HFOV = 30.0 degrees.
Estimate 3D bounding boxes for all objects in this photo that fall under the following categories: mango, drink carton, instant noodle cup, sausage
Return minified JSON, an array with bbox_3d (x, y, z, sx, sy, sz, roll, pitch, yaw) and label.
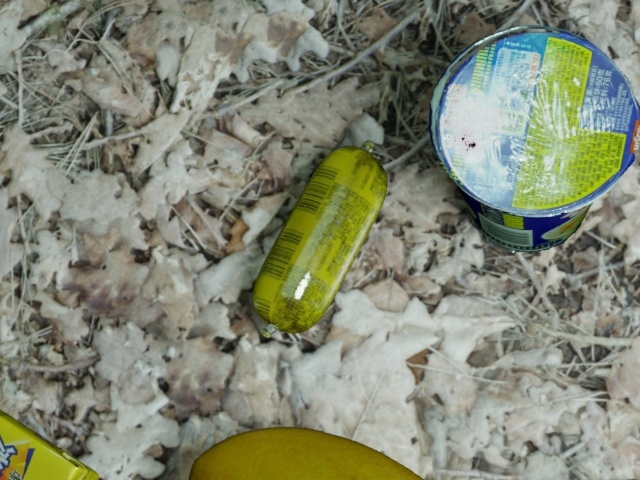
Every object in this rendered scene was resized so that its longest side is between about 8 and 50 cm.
[{"bbox_3d":[0.019,0.414,1.637,0.445,0.232,0.300,28,44,19],"label":"mango"},{"bbox_3d":[-0.530,0.331,1.840,0.351,0.111,0.155,28,80,17],"label":"drink carton"},{"bbox_3d":[0.305,-0.116,1.730,0.284,0.312,0.284,-3,72,8],"label":"instant noodle cup"},{"bbox_3d":[0.000,0.000,1.847,0.123,0.123,0.347,26,79,17],"label":"sausage"}]

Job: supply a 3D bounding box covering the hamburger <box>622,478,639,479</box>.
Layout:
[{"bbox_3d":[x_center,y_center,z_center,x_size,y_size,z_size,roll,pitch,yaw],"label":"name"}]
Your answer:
[{"bbox_3d":[0.410,0.381,1.670,0.176,0.087,0.102,-31,71,2],"label":"hamburger"}]
